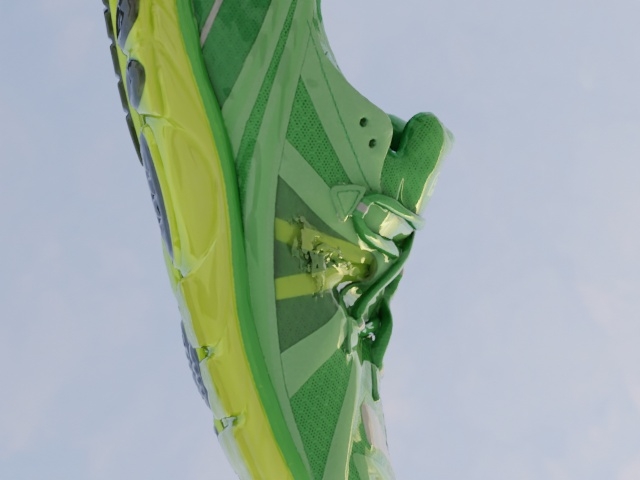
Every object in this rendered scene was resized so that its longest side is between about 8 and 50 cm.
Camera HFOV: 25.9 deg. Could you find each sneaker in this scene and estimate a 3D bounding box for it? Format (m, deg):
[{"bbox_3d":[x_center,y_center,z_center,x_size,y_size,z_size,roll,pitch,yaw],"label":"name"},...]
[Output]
[{"bbox_3d":[0.000,0.000,0.545,0.123,0.109,0.296,-14,-75,-9],"label":"sneaker"}]
